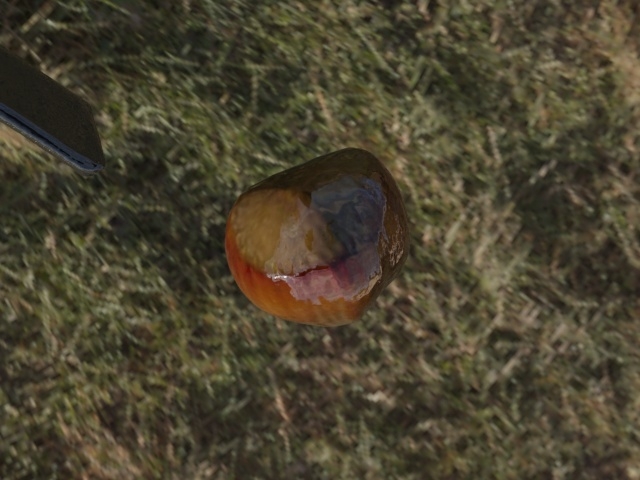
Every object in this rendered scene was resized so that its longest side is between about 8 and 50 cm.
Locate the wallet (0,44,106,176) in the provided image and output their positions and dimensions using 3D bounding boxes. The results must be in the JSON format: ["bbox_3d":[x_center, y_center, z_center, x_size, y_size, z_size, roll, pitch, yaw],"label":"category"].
[{"bbox_3d":[-0.365,-0.172,1.658,0.044,0.149,0.250,-39,137,17],"label":"wallet"}]

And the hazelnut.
[{"bbox_3d":[0.004,0.006,1.507,0.210,0.186,0.210,0,90,-7],"label":"hazelnut"}]
